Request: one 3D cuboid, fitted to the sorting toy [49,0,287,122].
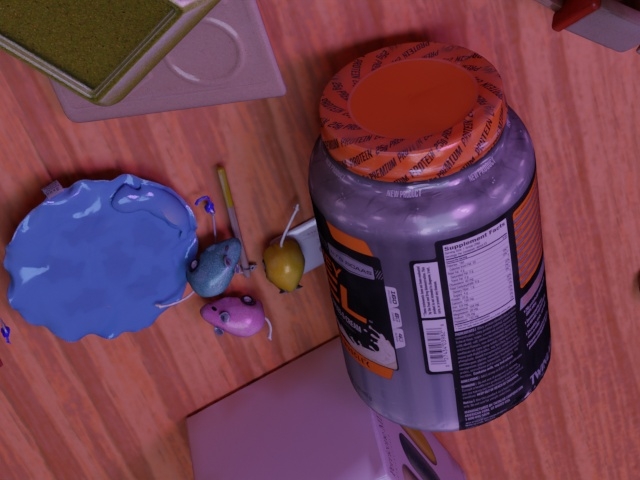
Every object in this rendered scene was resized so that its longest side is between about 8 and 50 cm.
[{"bbox_3d":[-0.142,-0.182,1.302,0.193,0.038,0.208,-6,137,15],"label":"sorting toy"}]

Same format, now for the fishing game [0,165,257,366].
[{"bbox_3d":[-0.199,0.012,1.474,0.264,0.041,0.189,-22,133,-5],"label":"fishing game"}]

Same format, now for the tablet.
[{"bbox_3d":[0.000,0.000,1.525,0.083,0.006,0.054,-28,130,12],"label":"tablet"}]

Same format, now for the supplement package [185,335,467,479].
[{"bbox_3d":[0.025,0.274,1.633,0.198,0.199,0.263,-29,129,12],"label":"supplement package"}]

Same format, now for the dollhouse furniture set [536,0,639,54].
[{"bbox_3d":[0.270,-0.241,1.234,0.135,0.262,0.259,25,152,-26],"label":"dollhouse furniture set"}]

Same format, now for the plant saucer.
[{"bbox_3d":[-0.187,-0.185,1.241,0.188,0.045,0.188,30,134,-24],"label":"plant saucer"}]

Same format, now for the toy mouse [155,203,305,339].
[{"bbox_3d":[-0.080,0.050,1.511,0.143,0.031,0.161,-14,136,-12],"label":"toy mouse"}]

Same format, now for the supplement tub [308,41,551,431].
[{"bbox_3d":[0.096,-0.002,1.421,0.193,0.193,0.316,-12,130,-1],"label":"supplement tub"}]
